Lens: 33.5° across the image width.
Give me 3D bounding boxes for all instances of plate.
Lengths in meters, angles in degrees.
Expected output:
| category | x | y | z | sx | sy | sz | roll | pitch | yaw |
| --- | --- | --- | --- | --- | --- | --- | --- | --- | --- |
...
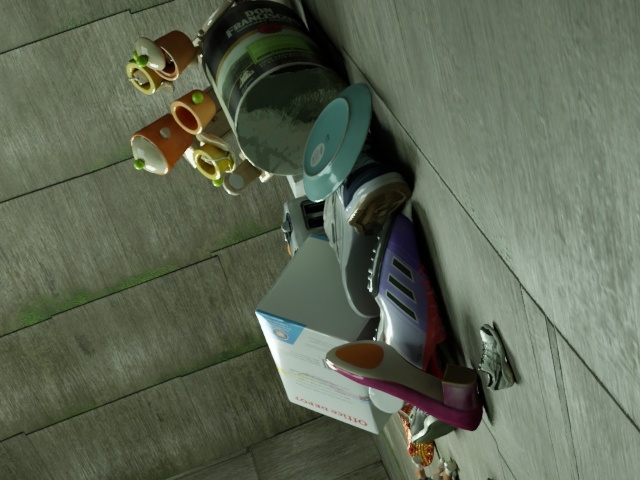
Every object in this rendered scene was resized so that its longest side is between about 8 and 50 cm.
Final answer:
| category | x | y | z | sx | sy | sz | roll | pitch | yaw |
| --- | --- | --- | --- | --- | --- | --- | --- | --- | --- |
| plate | 0.016 | -0.148 | 1.565 | 0.024 | 0.188 | 0.188 | 22 | -161 | -25 |

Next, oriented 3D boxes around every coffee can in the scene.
| category | x | y | z | sx | sy | sz | roll | pitch | yaw |
| --- | --- | --- | --- | --- | --- | --- | --- | --- | --- |
| coffee can | -0.076 | -0.262 | 1.803 | 0.275 | 0.201 | 0.201 | -118 | 8 | -52 |

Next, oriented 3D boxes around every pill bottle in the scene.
| category | x | y | z | sx | sy | sz | roll | pitch | yaw |
| --- | --- | --- | --- | --- | --- | --- | --- | --- | --- |
| pill bottle | 0.141 | 0.229 | 1.789 | 0.137 | 0.078 | 0.078 | -36 | -70 | -52 |

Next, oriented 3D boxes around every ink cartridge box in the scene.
| category | x | y | z | sx | sy | sz | roll | pitch | yaw |
| --- | --- | --- | --- | --- | --- | --- | --- | --- | --- |
| ink cartridge box | 0.043 | 0.166 | 1.877 | 0.198 | 0.197 | 0.270 | 16 | 143 | 28 |

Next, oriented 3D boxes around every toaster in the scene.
| category | x | y | z | sx | sy | sz | roll | pitch | yaw |
| --- | --- | --- | --- | --- | --- | --- | --- | --- | --- |
| toaster | 0.026 | 0.001 | 2.034 | 0.110 | 0.185 | 0.168 | 87 | 170 | -67 |

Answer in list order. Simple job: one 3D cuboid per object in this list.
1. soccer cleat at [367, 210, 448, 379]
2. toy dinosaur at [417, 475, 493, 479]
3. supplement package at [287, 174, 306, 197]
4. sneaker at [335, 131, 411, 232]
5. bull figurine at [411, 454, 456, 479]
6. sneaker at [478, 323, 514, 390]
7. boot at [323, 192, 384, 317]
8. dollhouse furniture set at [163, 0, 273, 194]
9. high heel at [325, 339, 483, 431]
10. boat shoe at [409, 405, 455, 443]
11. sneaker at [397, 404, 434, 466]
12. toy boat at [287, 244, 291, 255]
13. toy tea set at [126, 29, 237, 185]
| category | x | y | z | sx | sy | sz | roll | pitch | yaw |
| --- | --- | --- | --- | --- | --- | --- | --- | --- | --- |
| soccer cleat | 0.141 | 0.098 | 1.620 | 0.108 | 0.116 | 0.318 | -51 | -35 | -50 |
| toy dinosaur | 0.227 | 0.456 | 1.691 | 0.313 | 0.160 | 0.121 | -151 | 41 | -84 |
| supplement package | -0.039 | -0.200 | 2.241 | 0.105 | 0.105 | 0.179 | 85 | 163 | -75 |
| sneaker | 0.058 | -0.105 | 1.586 | 0.282 | 0.099 | 0.153 | 85 | 163 | -83 |
| bull figurine | 0.266 | 0.566 | 2.120 | 0.310 | 0.101 | 0.188 | -121 | 15 | -53 |
| sneaker | 0.209 | 0.145 | 1.308 | 0.032 | 0.037 | 0.083 | 102 | 149 | -85 |
| boot | 0.062 | 0.010 | 1.770 | 0.123 | 0.095 | 0.258 | 137 | 133 | -68 |
| dollhouse furniture set | -0.136 | -0.282 | 2.000 | 0.303 | 0.174 | 0.355 | 48 | 140 | -5 |
| high heel | 0.126 | 0.223 | 1.607 | 0.082 | 0.244 | 0.117 | -64 | -26 | -47 |
| boat shoe | 0.200 | 0.313 | 1.915 | 0.228 | 0.081 | 0.069 | 100 | 152 | -67 |
| sneaker | 0.217 | 0.419 | 2.375 | 0.067 | 0.064 | 0.175 | -32 | -72 | -74 |
| toy boat | 0.000 | 0.000 | 2.375 | 0.231 | 0.151 | 0.151 | -125 | 14 | -72 |
| toy tea set | -0.283 | -0.226 | 1.905 | 0.200 | 0.124 | 0.336 | 21 | 143 | 34 |
